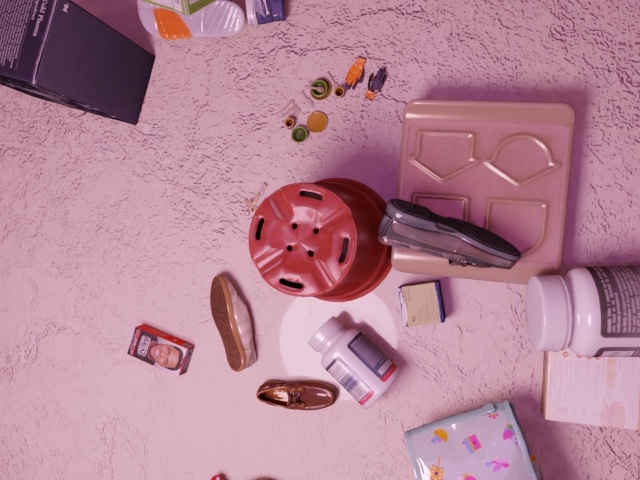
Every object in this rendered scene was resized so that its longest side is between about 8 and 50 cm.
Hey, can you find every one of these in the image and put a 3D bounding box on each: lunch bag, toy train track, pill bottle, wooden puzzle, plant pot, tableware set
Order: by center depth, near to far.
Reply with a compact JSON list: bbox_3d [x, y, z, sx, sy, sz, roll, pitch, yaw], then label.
[{"bbox_3d":[0.524,0.125,0.992,0.283,0.161,0.161,-1,90,7],"label":"pill bottle"},{"bbox_3d":[0.303,0.450,1.070,0.223,0.160,0.262,-21,90,14],"label":"lunch bag"},{"bbox_3d":[0.000,0.000,1.093,0.272,0.265,0.273,0,90,15],"label":"plant pot"},{"bbox_3d":[0.315,-0.096,1.111,0.322,0.080,0.348,5,96,14],"label":"wooden puzzle"},{"bbox_3d":[0.065,0.246,1.157,0.180,0.108,0.108,44,100,11],"label":"pill bottle"},{"bbox_3d":[-0.015,-0.289,1.222,0.154,0.024,0.104,-35,82,12],"label":"tableware set"},{"bbox_3d":[-0.147,-0.093,1.261,0.048,0.014,0.083,36,98,12],"label":"toy train track"}]

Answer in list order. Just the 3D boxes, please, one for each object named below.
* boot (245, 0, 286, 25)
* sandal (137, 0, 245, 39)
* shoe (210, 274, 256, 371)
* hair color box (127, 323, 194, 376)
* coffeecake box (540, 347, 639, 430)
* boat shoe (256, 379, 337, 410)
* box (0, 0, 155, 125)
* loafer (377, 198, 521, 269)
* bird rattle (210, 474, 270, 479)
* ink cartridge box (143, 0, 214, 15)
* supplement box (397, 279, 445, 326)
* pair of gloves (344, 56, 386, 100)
[{"bbox_3d":[-0.125,-0.571,1.238,0.086,0.069,0.190,-6,91,1],"label":"boot"},{"bbox_3d":[-0.285,-0.507,1.268,0.265,0.076,0.102,11,120,13],"label":"sandal"},{"bbox_3d":[-0.195,0.182,1.257,0.076,0.058,0.219,-24,78,44],"label":"shoe"},{"bbox_3d":[-0.372,0.255,1.304,0.141,0.043,0.072,19,94,13],"label":"hair color box"},{"bbox_3d":[0.521,0.271,1.057,0.185,0.068,0.143,3,90,15],"label":"coffeecake box"},{"bbox_3d":[-0.054,0.339,1.212,0.177,0.060,0.064,0,90,15],"label":"boat shoe"},{"bbox_3d":[-0.598,-0.404,1.211,0.312,0.343,0.179,16,92,15],"label":"box"},{"bbox_3d":[0.235,0.004,1.043,0.267,0.096,0.084,21,115,-5],"label":"loafer"},{"bbox_3d":[-0.151,0.617,1.230,0.207,0.143,0.253,-36,68,0],"label":"bird rattle"},{"bbox_3d":[-0.327,-0.590,1.202,0.255,0.189,0.097,24,141,21],"label":"ink cartridge box"},{"bbox_3d":[0.208,0.129,1.145,0.083,0.056,0.083,-10,87,14],"label":"supplement box"},{"bbox_3d":[0.096,-0.347,1.200,0.083,0.010,0.074,29,97,12],"label":"pair of gloves"}]
